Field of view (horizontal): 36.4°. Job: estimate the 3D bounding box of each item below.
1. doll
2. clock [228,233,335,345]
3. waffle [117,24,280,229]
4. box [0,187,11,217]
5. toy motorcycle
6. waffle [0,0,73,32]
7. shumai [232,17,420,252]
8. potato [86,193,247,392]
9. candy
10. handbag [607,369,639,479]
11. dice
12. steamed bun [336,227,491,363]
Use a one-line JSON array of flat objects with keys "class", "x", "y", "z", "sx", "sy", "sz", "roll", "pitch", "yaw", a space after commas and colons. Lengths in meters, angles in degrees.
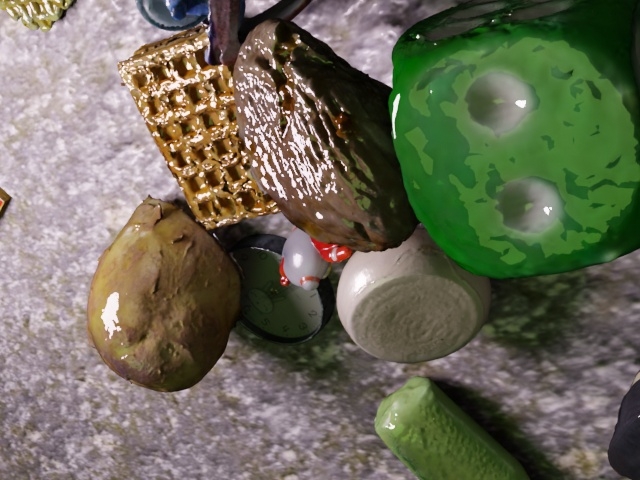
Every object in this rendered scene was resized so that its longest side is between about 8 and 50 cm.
[{"class": "doll", "x": 0.000, "y": 0.000, "z": 1.529, "sx": 0.076, "sy": 0.142, "sz": 0.245, "roll": 11, "pitch": 137, "yaw": -26}, {"class": "clock", "x": -0.080, "y": 0.089, "z": 1.692, "sx": 0.215, "sy": 0.042, "sz": 0.215, "roll": 15, "pitch": 128, "yaw": 21}, {"class": "waffle", "x": -0.160, "y": -0.176, "z": 1.517, "sx": 0.213, "sy": 0.091, "sz": 0.308, "roll": -10, "pitch": 117, "yaw": 35}, {"class": "box", "x": -0.675, "y": -0.074, "z": 1.939, "sx": 0.090, "sy": 0.023, "sz": 0.133, "roll": 44, "pitch": 132, "yaw": -1}, {"class": "toy motorcycle", "x": -0.103, "y": -0.399, "z": 1.266, "sx": 0.182, "sy": 0.241, "sz": 0.319, "roll": 49, "pitch": 130, "yaw": 26}, {"class": "waffle", "x": -0.475, "y": -0.437, "z": 1.540, "sx": 0.208, "sy": 0.054, "sz": 0.214, "roll": 37, "pitch": 139, "yaw": -2}, {"class": "shumai", "x": 0.068, "y": -0.152, "z": 1.268, "sx": 0.346, "sy": 0.283, "sz": 0.217, "roll": 56, "pitch": 144, "yaw": 24}, {"class": "potato", "x": -0.289, "y": 0.114, "z": 1.655, "sx": 0.289, "sy": 0.237, "sz": 0.301, "roll": 35, "pitch": 145, "yaw": 22}, {"class": "candy", "x": 0.243, "y": 0.379, "z": 1.663, "sx": 0.142, "sy": 0.132, "sz": 0.343, "roll": -44, "pitch": 99, "yaw": 0}, {"class": "handbag", "x": 0.544, "y": 0.282, "z": 1.370, "sx": 0.254, "sy": 0.181, "sz": 0.181, "roll": 28, "pitch": 133, "yaw": 13}, {"class": "dice", "x": 0.264, "y": -0.141, "z": 1.138, "sx": 0.287, "sy": 0.297, "sz": 0.300, "roll": -9, "pitch": 108, "yaw": 33}, {"class": "steamed bun", "x": 0.139, "y": 0.071, "z": 1.474, "sx": 0.232, "sy": 0.145, "sz": 0.232, "roll": -1, "pitch": 132, "yaw": -1}]
